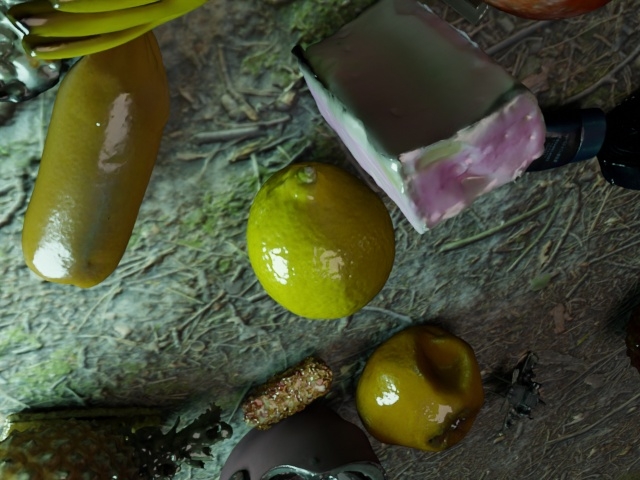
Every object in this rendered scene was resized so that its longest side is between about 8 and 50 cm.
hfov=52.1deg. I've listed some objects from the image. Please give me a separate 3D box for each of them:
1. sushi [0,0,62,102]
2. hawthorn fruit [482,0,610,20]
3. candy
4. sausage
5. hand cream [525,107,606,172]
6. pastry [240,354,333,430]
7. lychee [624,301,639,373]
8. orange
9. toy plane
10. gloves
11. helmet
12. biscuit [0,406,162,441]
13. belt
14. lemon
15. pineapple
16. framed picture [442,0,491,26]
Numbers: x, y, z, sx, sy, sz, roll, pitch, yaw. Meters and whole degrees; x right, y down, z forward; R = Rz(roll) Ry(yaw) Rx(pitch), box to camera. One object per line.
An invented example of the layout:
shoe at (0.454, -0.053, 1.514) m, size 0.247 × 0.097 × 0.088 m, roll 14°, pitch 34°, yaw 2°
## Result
sushi at (-0.314, -0.190, 0.514) m, size 0.225 × 0.126 × 0.136 m, roll 4°, pitch 126°, yaw -30°
hawthorn fruit at (0.211, -0.315, 0.608) m, size 0.231 × 0.263 × 0.235 m, roll 9°, pitch 153°, yaw -10°
candy at (0.093, -0.146, 0.683) m, size 0.155 × 0.265 × 0.116 m, roll -31°, pitch 134°, yaw -2°
sausage at (-0.223, -0.095, 0.669) m, size 0.112 × 0.112 × 0.328 m, roll 7°, pitch 122°, yaw -34°
hand cream at (0.282, -0.139, 0.956) m, size 0.270 × 0.061 × 0.120 m, roll -9°, pitch 137°, yaw -12°
pastry at (-0.057, 0.251, 1.100) m, size 0.169 × 0.063 × 0.087 m, roll -28°, pitch 115°, yaw 1°
lychee at (0.808, 0.216, 1.411) m, size 0.275 × 0.275 × 0.304 m, roll 39°, pitch 78°, yaw -45°
orange at (0.185, 0.284, 1.176) m, size 0.248 × 0.183 × 0.249 m, roll -15°, pitch 132°, yaw -18°
toy plane at (0.460, 0.349, 1.463) m, size 0.262 × 0.088 × 0.192 m, roll 26°, pitch 85°, yaw -46°
gloves at (-0.107, -0.223, 0.497) m, size 0.133 × 0.116 × 0.294 m, roll -30°, pitch -166°, yaw 51°
helmet at (-0.055, 0.424, 1.156) m, size 0.338 × 0.197 × 0.271 m, roll -34°, pitch 129°, yaw 11°
biscuit at (-0.364, 0.302, 0.994) m, size 0.230 × 0.025 × 0.131 m, roll 8°, pitch 123°, yaw -35°
belt at (0.520, -0.158, 0.991) m, size 0.198 × 0.151 × 0.078 m, roll -18°, pitch 140°, yaw 25°
lemon at (0.000, 0.000, 0.819) m, size 0.186 × 0.187 × 0.244 m, roll -30°, pitch 137°, yaw -3°
pineapple at (-0.290, 0.321, 0.934) m, size 0.361 × 0.175 × 0.175 m, roll -6°, pitch 131°, yaw -37°
framed picture at (0.145, -0.385, 0.676) m, size 0.293 × 0.018 × 0.231 m, roll 18°, pitch 117°, yaw -39°
